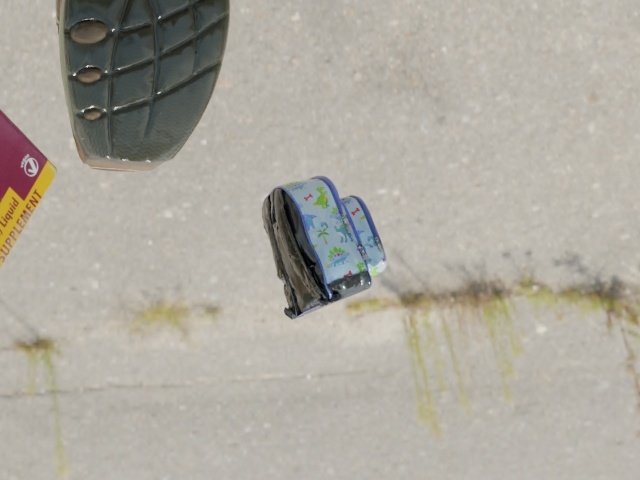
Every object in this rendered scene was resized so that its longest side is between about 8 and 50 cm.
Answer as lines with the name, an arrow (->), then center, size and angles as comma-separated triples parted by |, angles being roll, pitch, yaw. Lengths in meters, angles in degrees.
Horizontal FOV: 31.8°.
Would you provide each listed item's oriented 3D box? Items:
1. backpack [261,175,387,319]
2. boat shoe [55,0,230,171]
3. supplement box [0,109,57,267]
backpack -> 0.000, 0.000, 1.010 | 0.084, 0.114, 0.105 | -20, 175, -25
boat shoe -> -0.140, -0.210, 0.836 | 0.123, 0.324, 0.120 | 6, 173, -25
supplement box -> -0.217, -0.048, 0.492 | 0.081, 0.104, 0.188 | 5, 149, 32
